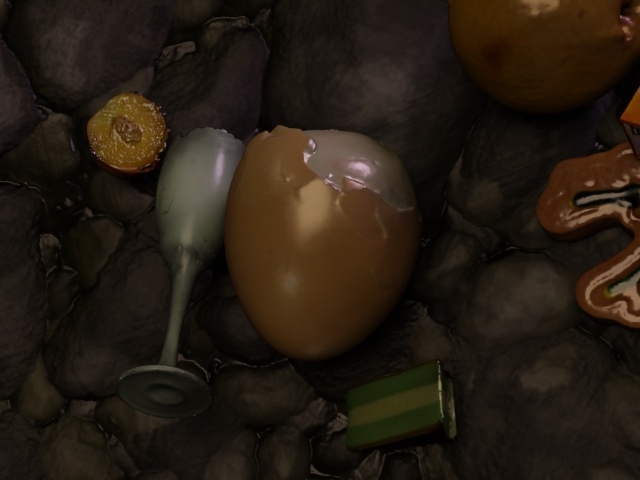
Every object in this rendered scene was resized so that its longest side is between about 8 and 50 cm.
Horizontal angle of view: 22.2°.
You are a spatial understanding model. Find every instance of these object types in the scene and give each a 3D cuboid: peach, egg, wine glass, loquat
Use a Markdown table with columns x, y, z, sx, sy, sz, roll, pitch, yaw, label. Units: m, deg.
| x | y | z | sx | sy | sz | roll | pitch | yaw | label |
| --- | --- | --- | --- | --- | --- | --- | --- | --- | --- |
| -0.211 | -0.110 | 1.801 | 0.098 | 0.061 | 0.098 | 3 | 71 | -7 | peach |
| 0.000 | 0.000 | 1.630 | 0.201 | 0.201 | 0.244 | 8 | 83 | 18 | egg |
| -0.198 | 0.054 | 1.725 | 0.264 | 0.096 | 0.309 | -25 | 44 | 37 | wine glass |
| 0.227 | -0.231 | 1.642 | 0.208 | 0.208 | 0.208 | -5 | 72 | 15 | loquat |

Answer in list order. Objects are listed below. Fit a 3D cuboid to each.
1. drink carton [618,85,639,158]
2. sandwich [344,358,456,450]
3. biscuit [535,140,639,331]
| x | y | z | sx | sy | sz | roll | pitch | yaw | label |
| --- | --- | --- | --- | --- | --- | --- | --- | --- | --- |
| 0.392 | -0.174 | 1.606 | 0.096 | 0.071 | 0.223 | 21 | 69 | 34 | drink carton |
| 0.071 | 0.165 | 1.623 | 0.116 | 0.074 | 0.074 | -8 | 70 | 13 | sandwich |
| 0.387 | -0.043 | 1.614 | 0.334 | 0.047 | 0.202 | -22 | 68 | 8 | biscuit |
